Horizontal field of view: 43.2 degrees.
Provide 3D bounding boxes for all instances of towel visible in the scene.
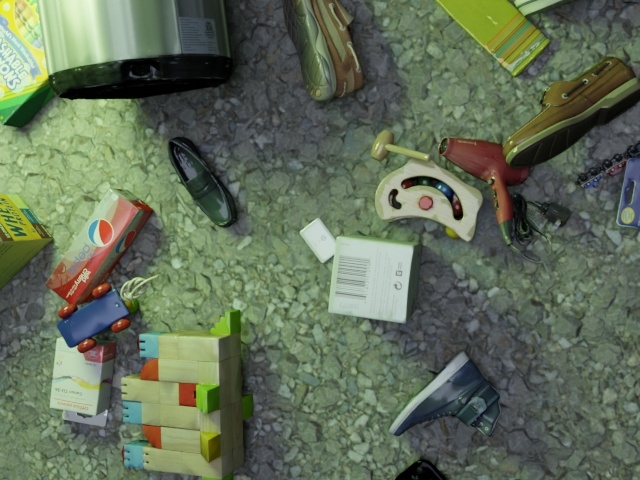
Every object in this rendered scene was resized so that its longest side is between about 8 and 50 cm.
[{"bbox_3d":[0.340,-0.441,1.614,0.102,0.021,0.237,-44,82,4],"label":"towel"}]

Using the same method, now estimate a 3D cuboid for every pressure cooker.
[{"bbox_3d":[-0.364,-0.497,1.573,0.376,0.370,0.420,-6,97,1],"label":"pressure cooker"}]

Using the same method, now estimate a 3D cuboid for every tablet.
[{"bbox_3d":[0.000,0.000,1.707,0.054,0.006,0.083,-38,85,10],"label":"tablet"}]

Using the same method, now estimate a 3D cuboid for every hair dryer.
[{"bbox_3d":[0.348,-0.104,1.528,0.293,0.224,0.080,41,126,10],"label":"hair dryer"}]

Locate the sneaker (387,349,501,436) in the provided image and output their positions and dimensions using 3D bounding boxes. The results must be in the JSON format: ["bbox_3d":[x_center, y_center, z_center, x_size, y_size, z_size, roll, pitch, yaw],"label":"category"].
[{"bbox_3d":[0.259,0.356,1.626,0.226,0.086,0.163,-44,81,9],"label":"sneaker"}]

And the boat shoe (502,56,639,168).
[{"bbox_3d":[0.463,-0.244,1.538,0.307,0.110,0.104,-28,68,-10],"label":"boat shoe"}]

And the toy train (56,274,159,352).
[{"bbox_3d":[-0.428,0.139,1.739,0.248,0.143,0.105,-30,87,5],"label":"toy train"}]

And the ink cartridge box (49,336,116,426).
[{"bbox_3d":[-0.530,0.318,1.798,0.115,0.067,0.198,7,94,11],"label":"ink cartridge box"}]

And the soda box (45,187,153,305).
[{"bbox_3d":[-0.481,0.015,1.764,0.083,0.092,0.263,37,99,7],"label":"soda box"}]

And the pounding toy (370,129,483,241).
[{"bbox_3d":[0.191,-0.087,1.588,0.270,0.155,0.154,35,96,10],"label":"pounding toy"}]

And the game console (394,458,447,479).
[{"bbox_3d":[0.285,0.616,1.653,0.213,0.044,0.361,-43,83,10],"label":"game console"}]

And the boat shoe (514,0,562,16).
[{"bbox_3d":[0.584,-0.574,1.476,0.501,0.187,0.155,-19,94,17],"label":"boat shoe"}]

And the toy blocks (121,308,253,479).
[{"bbox_3d":[-0.302,0.336,1.713,0.261,0.191,0.381,0,93,23],"label":"toy blocks"}]

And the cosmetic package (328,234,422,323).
[{"bbox_3d":[0.112,0.072,1.596,0.152,0.184,0.151,7,93,12],"label":"cosmetic package"}]

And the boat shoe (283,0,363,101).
[{"bbox_3d":[0.006,-0.436,1.646,0.117,0.123,0.324,-10,80,-21],"label":"boat shoe"}]

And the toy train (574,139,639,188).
[{"bbox_3d":[0.571,-0.145,1.573,0.158,0.027,0.036,-30,98,10],"label":"toy train"}]

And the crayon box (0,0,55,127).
[{"bbox_3d":[-0.636,-0.433,1.784,0.323,0.083,0.203,-42,84,10],"label":"crayon box"}]

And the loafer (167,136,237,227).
[{"bbox_3d":[-0.258,-0.123,1.719,0.076,0.078,0.223,-34,85,11],"label":"loafer"}]

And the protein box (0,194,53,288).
[{"bbox_3d":[-0.740,0.012,1.762,0.200,0.201,0.136,-42,84,10],"label":"protein box"}]

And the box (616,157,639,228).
[{"bbox_3d":[0.688,-0.079,1.541,0.225,0.036,0.136,9,96,8],"label":"box"}]
